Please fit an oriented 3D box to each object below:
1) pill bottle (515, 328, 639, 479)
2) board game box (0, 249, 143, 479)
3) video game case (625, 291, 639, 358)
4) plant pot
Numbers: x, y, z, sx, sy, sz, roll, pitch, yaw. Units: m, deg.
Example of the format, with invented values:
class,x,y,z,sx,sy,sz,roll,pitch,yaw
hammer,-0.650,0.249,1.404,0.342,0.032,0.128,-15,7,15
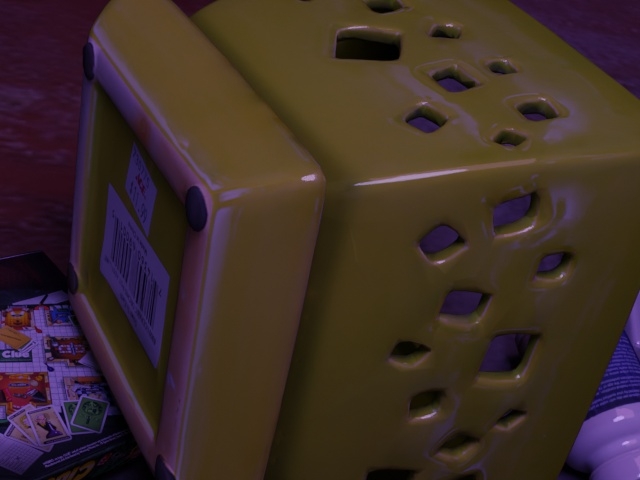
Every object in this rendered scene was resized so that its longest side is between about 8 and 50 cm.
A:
class,x,y,z,sx,sy,sz,roll,pitch,yaw
pill bottle,0.168,0.098,0.668,0.067,0.067,0.120,-1,52,-23
board game box,-0.189,0.075,0.508,0.136,0.030,0.259,48,29,18
video game case,0.295,0.030,0.811,0.173,0.022,0.190,16,46,-8
plant pot,0.000,0.000,0.542,0.207,0.227,0.228,-7,36,-29
